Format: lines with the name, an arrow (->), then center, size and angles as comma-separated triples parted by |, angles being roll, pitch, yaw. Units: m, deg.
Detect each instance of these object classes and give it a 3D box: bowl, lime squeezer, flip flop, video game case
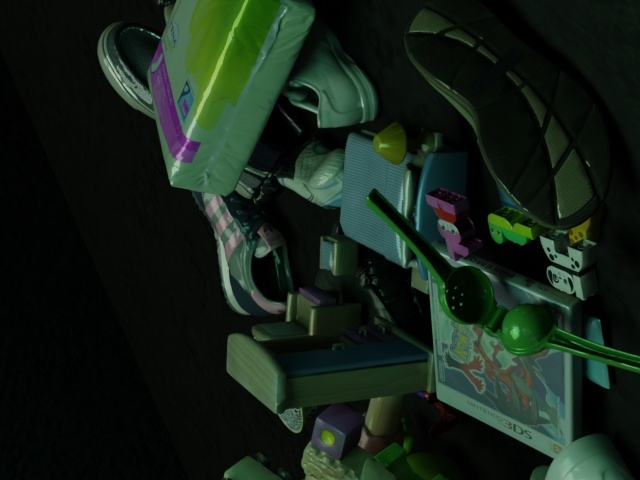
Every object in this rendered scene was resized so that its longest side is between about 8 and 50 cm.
bowl -> -0.033, 0.207, 2.203 | 0.170, 0.080, 0.170 | 55, 157, 37
lime squeezer -> 0.176, 0.055, 1.321 | 0.310, 0.059, 0.110 | 32, 141, 13
flip flop -> 0.173, -0.118, 1.290 | 0.277, 0.112, 0.080 | 53, -179, 34
video game case -> 0.186, 0.115, 1.439 | 0.183, 0.023, 0.201 | 24, 133, 39

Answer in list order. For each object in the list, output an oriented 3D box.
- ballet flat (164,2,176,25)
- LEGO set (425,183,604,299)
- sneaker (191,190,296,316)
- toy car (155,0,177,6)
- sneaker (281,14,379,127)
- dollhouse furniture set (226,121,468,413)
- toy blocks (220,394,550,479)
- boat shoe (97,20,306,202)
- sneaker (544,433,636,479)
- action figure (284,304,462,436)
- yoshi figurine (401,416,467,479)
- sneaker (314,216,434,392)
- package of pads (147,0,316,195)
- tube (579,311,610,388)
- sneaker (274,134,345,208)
ballet flat -> -0.187, -0.295, 2.173 | 0.052, 0.057, 0.168 | -13, 102, 43
LEGO set -> 0.208, 0.006, 1.336 | 0.227, 0.087, 0.093 | 26, 137, 55
sneaker -> -0.107, -0.035, 2.157 | 0.131, 0.112, 0.319 | 2, 116, 52
toy car -> -0.203, -0.394, 2.034 | 0.239, 0.053, 0.225 | 52, -159, -62
sneaker -> -0.017, -0.206, 1.710 | 0.212, 0.094, 0.080 | 51, 155, 43
dollhouse furniture set -> 0.000, 0.000, 1.571 | 0.286, 0.198, 0.303 | 29, 119, 60
toy blocks -> 0.067, 0.352, 1.580 | 0.288, 0.309, 0.260 | 33, 130, 26
boat shoe -> -0.159, -0.210, 1.960 | 0.340, 0.127, 0.158 | 39, 153, 0
sneaker -> 0.287, 0.353, 1.437 | 0.293, 0.108, 0.169 | 90, 156, -43
action figure -> 0.055, 0.147, 1.826 | 0.280, 0.139, 0.091 | -128, 27, -47
yoshi figurine -> 0.107, 0.343, 1.905 | 0.362, 0.203, 0.203 | -157, 88, -83
sneaker -> 0.076, 0.075, 1.742 | 0.286, 0.109, 0.130 | 48, 145, 42
package of pads -> -0.114, -0.239, 1.721 | 0.296, 0.101, 0.229 | -61, 30, 35
tube -> 0.219, 0.080, 1.438 | 0.207, 0.052, 0.080 | 31, 146, 54
sneaker -> 0.006, -0.079, 1.810 | 0.086, 0.085, 0.237 | 48, 175, -19
